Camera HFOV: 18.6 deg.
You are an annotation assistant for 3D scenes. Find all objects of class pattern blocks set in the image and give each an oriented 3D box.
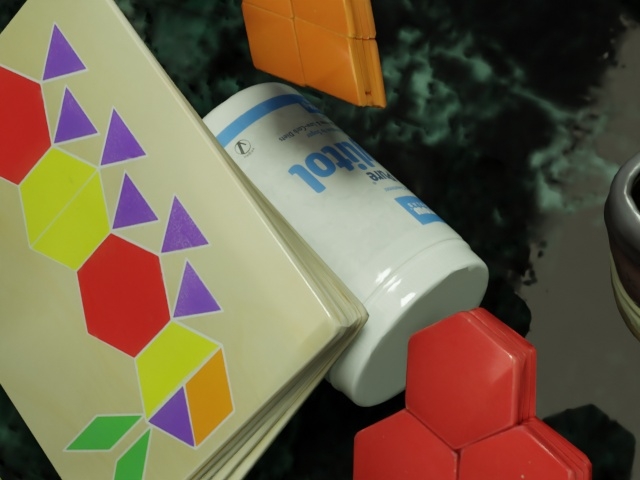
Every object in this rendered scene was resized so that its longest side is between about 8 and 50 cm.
[{"bbox_3d":[-0.072,0.010,0.692,0.285,0.026,0.325,-36,76,32],"label":"pattern blocks set"}]

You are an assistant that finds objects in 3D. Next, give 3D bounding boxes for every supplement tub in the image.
[{"bbox_3d":[0.000,0.000,0.702,0.107,0.071,0.071,42,92,22],"label":"supplement tub"}]

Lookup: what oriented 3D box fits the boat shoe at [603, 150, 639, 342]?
[{"bbox_3d":[0.227,0.008,0.612,0.285,0.092,0.103,6,78,20],"label":"boat shoe"}]
